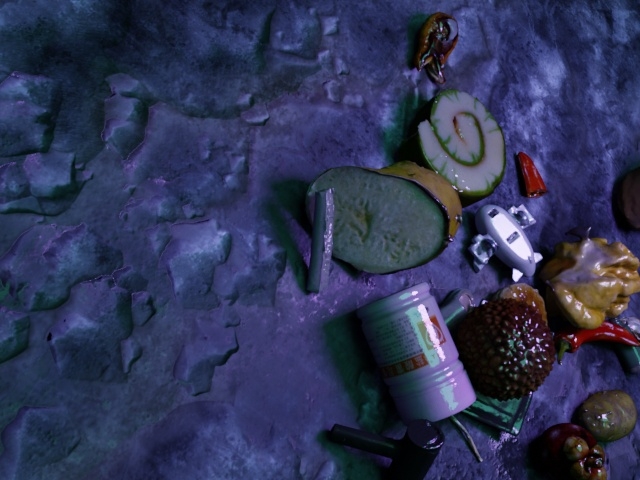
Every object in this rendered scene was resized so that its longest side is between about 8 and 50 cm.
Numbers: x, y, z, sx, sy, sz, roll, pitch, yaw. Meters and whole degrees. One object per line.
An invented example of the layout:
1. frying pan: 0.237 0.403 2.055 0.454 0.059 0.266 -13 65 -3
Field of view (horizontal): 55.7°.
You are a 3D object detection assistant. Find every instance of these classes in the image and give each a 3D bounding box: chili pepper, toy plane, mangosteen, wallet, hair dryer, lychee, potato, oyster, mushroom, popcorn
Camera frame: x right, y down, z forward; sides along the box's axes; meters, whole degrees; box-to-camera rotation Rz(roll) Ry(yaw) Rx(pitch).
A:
1. chili pepper: 0.863 0.304 1.925 0.369 0.091 0.137 -7 44 -23
2. toy plane: 0.570 0.004 1.868 0.267 0.123 0.266 2 82 -16
3. mangosteen: 0.703 0.600 1.677 0.200 0.200 0.199 11 67 -27
4. wallet: 0.503 0.354 1.691 0.247 0.041 0.322 27 76 -7
5. hair dryer: 0.141 0.488 1.429 0.251 0.197 0.089 18 33 4
6. lychee: 0.474 0.277 1.548 0.268 0.267 0.267 11 67 -27
7. chili pepper: 0.714 -0.232 2.081 0.088 0.065 0.168 4 64 -46
8. potato: 0.882 0.538 1.860 0.251 0.113 0.149 -9 69 -41
9. oyster: 1.108 0.313 2.108 0.165 0.053 0.108 46 50 -7
10. mushroom: 0.359 0.476 1.628 0.026 0.028 0.286 -31 94 -35
11. popcorn: 0.837 0.128 1.911 0.316 0.297 0.281 -42 124 3
12. potato: 0.187 -0.090 1.654 0.397 0.289 0.296 9 24 13

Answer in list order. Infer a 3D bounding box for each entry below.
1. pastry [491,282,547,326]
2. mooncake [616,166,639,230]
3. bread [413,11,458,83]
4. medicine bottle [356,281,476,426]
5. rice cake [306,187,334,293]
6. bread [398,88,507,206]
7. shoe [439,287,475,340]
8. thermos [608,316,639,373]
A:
1. pastry: 0.595 0.226 1.815 0.182 0.093 0.192 -1 74 -27
2. mooncake: 1.318 -0.119 2.273 0.394 0.246 0.393 52 47 -4
3. bread: 0.384 -0.654 2.033 0.139 0.095 0.268 25 75 -18
4. medicine bottle: 0.237 0.282 1.520 0.202 0.202 0.315 -18 81 -34
5. rice cake: 0.000 0.000 1.522 0.049 0.055 0.269 -7 105 -55
6. bread: 0.402 -0.283 1.873 0.382 0.129 0.366 -3 76 -30
7. shoe: 0.371 0.214 1.687 0.103 0.100 0.251 52 53 -5
8. thermos: 1.030 0.345 2.037 0.083 0.073 0.187 -21 83 -32
